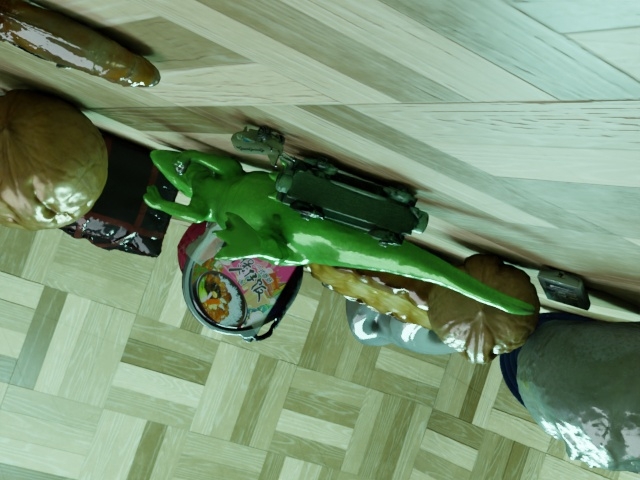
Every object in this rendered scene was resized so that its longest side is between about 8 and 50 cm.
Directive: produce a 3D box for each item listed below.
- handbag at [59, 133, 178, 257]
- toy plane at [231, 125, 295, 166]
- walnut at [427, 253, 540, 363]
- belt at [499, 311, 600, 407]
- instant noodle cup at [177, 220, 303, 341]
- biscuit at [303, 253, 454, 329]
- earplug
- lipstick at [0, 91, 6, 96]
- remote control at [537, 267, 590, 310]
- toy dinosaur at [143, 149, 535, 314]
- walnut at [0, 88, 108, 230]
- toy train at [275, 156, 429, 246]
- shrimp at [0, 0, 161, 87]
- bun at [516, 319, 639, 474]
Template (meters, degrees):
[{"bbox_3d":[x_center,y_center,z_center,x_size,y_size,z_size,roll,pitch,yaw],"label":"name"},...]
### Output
[{"bbox_3d":[-0.331,-0.073,1.660,0.215,0.169,0.155,20,176,-24],"label":"handbag"},{"bbox_3d":[-0.062,-0.100,1.099,0.083,0.033,0.080,24,-179,43],"label":"toy plane"},{"bbox_3d":[0.226,0.095,1.486,0.156,0.155,0.184,18,177,14],"label":"walnut"},{"bbox_3d":[0.491,0.253,1.953,0.347,0.212,0.117,21,176,43],"label":"belt"},{"bbox_3d":[-0.185,0.044,2.217,0.259,0.302,0.181,-12,-156,-21],"label":"instant noodle cup"},{"bbox_3d":[0.131,0.069,1.815,0.326,0.107,0.325,20,168,5],"label":"biscuit"},{"bbox_3d":[0.191,0.128,2.081,0.326,0.175,0.214,4,156,39],"label":"earplug"},{"bbox_3d":[-0.456,-0.200,1.574,0.025,0.025,0.107,20,-178,-9],"label":"lipstick"},{"bbox_3d":[0.338,0.066,1.477,0.061,0.029,0.162,15,170,20],"label":"remote control"},{"bbox_3d":[0.000,0.000,1.414,0.500,0.143,0.374,24,180,-9],"label":"toy dinosaur"},{"bbox_3d":[-0.384,-0.108,1.424,0.195,0.195,0.221,18,168,8],"label":"walnut"},{"bbox_3d":[0.033,-0.044,1.179,0.172,0.070,0.099,18,-177,-7],"label":"toy train"},{"bbox_3d":[-0.221,-0.167,0.894,0.190,0.042,0.101,20,-177,-30],"label":"shrimp"},{"bbox_3d":[0.450,0.218,1.496,0.362,0.211,0.362,2,177,0],"label":"bun"}]
